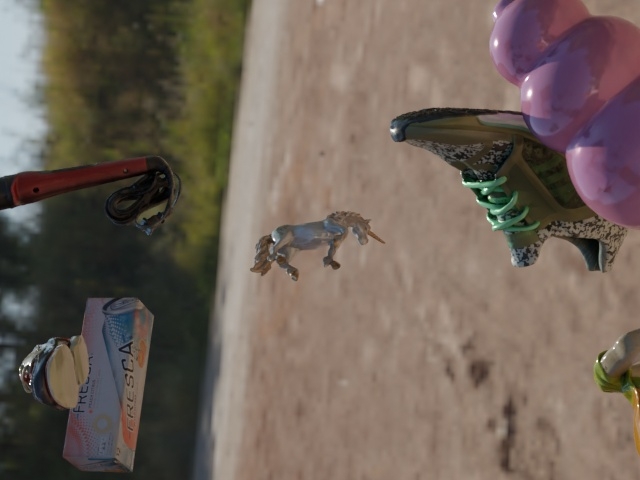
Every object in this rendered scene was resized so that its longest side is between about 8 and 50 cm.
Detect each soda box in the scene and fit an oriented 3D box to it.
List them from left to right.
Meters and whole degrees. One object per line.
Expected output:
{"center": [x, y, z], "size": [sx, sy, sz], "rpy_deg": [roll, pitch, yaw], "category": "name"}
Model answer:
{"center": [-0.227, 0.155, 1.695], "size": [0.058, 0.063, 0.183], "rpy_deg": [60, -148, -63], "category": "soda box"}

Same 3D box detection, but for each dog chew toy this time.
{"center": [0.333, -0.170, 1.869], "size": [0.206, 0.332, 0.206], "rpy_deg": [-43, -9, -8], "category": "dog chew toy"}

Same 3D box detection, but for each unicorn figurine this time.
{"center": [0.000, 0.000, 1.843], "size": [0.111, 0.162, 0.060], "rpy_deg": [-91, 4, -62], "category": "unicorn figurine"}

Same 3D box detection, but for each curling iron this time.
{"center": [-0.255, -0.033, 1.374], "size": [0.035, 0.274, 0.068], "rpy_deg": [124, 141, -72], "category": "curling iron"}

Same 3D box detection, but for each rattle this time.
{"center": [0.407, 0.147, 1.705], "size": [0.143, 0.200, 0.130], "rpy_deg": [53, 137, 42], "category": "rattle"}

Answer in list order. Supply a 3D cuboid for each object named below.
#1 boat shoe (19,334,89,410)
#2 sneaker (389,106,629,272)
{"center": [-0.204, 0.099, 1.188], "size": [0.137, 0.043, 0.049], "rpy_deg": [-99, 1, -82], "category": "boat shoe"}
{"center": [0.264, -0.059, 2.036], "size": [0.158, 0.410, 0.182], "rpy_deg": [5, 80, 63], "category": "sneaker"}
